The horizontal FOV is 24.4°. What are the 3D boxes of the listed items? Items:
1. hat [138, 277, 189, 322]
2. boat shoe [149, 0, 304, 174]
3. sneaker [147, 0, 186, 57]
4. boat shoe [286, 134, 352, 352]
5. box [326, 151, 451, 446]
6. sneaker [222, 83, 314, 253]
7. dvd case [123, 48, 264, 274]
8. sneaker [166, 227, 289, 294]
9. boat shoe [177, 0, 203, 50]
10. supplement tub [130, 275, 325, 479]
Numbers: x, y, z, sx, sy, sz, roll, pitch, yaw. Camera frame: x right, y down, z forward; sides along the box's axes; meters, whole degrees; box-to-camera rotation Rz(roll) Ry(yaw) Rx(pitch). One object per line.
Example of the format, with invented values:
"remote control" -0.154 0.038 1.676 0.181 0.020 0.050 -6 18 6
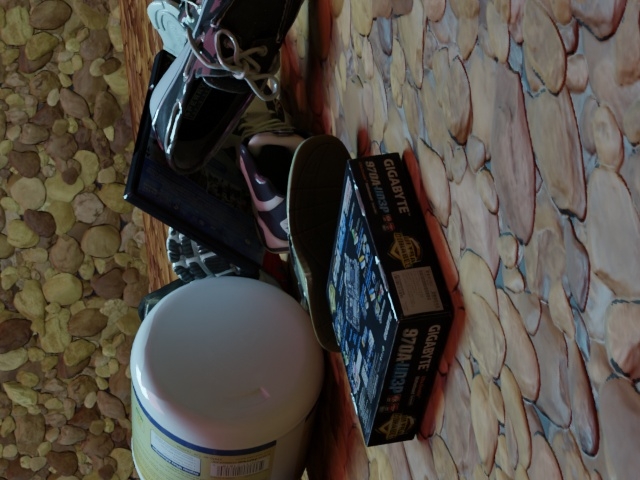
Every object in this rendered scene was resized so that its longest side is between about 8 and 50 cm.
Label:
"hat" -0.263 0.154 2.709 0.331 0.134 0.331 173 90 -79
"boat shoe" -0.095 -0.196 1.563 0.306 0.113 0.105 -50 37 33
"sneaker" -0.186 -0.314 2.210 0.235 0.090 0.094 83 -152 -63
"boat shoe" 0.001 0.000 1.486 0.073 0.080 0.223 -146 45 -68
"box" 0.055 0.058 1.330 0.220 0.051 0.175 98 160 -53
"sneaker" -0.056 -0.116 1.654 0.153 0.094 0.235 110 150 -63
"dvd case" -0.133 -0.095 1.718 0.022 0.180 0.253 -40 30 36
"sneaker" -0.114 0.007 1.834 0.279 0.107 0.118 60 -158 -56
"boat shoe" -0.159 -0.318 2.057 0.084 0.079 0.233 -107 16 -44
"supplement tub" -0.120 0.215 1.827 0.316 0.228 0.228 100 159 -54
